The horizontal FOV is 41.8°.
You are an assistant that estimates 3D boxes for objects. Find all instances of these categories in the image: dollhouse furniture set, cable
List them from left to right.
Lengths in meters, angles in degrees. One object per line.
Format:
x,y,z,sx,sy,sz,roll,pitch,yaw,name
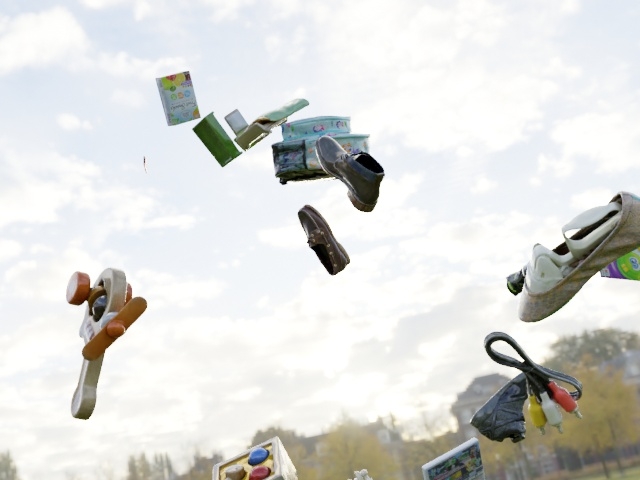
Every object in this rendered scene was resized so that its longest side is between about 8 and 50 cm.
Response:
-0.204,-0.363,2.442,0.197,0.151,0.301,-41,9,-35,dollhouse furniture set
0.484,0.308,1.869,0.139,0.072,0.287,-32,-69,19,cable

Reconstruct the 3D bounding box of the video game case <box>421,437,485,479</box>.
0.401,0.709,2.501,0.201,0.183,0.023,-21,21,-24,video game case

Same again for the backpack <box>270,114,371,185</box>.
0.017,-0.250,2.316,0.253,0.191,0.225,2,6,35,backpack

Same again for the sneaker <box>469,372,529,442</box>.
0.506,0.432,2.160,0.227,0.130,0.087,-42,-19,-15,sneaker

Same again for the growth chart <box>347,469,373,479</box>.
0.101,0.629,1.914,0.021,0.172,0.237,-21,-29,-33,growth chart

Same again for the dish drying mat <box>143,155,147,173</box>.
-0.546,-0.236,2.618,0.008,0.032,0.083,0,-14,-8,dish drying mat

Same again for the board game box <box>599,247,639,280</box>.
0.718,-0.001,1.732,0.144,0.142,0.275,-24,14,-28,board game box

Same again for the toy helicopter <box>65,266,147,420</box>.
-0.505,0.236,1.930,0.140,0.355,0.235,18,-14,-35,toy helicopter

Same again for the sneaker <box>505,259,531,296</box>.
0.441,0.089,1.800,0.078,0.067,0.188,-36,-9,-1,sneaker

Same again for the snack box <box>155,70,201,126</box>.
-0.407,-0.408,2.407,0.100,0.141,0.037,-24,20,-37,snack box

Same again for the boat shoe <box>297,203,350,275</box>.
0.000,0.000,2.268,0.073,0.207,0.073,-38,2,-32,boat shoe

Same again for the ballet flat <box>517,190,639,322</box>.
0.434,0.022,1.453,0.106,0.107,0.316,32,-60,-23,ballet flat

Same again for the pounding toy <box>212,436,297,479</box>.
-0.114,0.364,1.230,0.141,0.100,0.130,-25,18,1,pounding toy

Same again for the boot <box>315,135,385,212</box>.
0.069,-0.173,1.807,0.082,0.219,0.106,-18,-31,-33,boot
